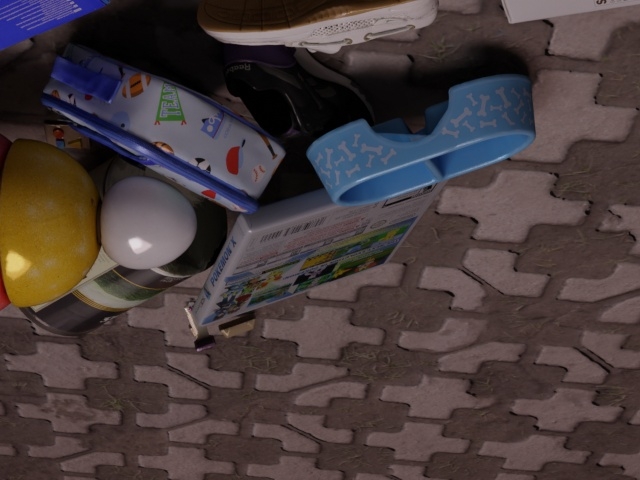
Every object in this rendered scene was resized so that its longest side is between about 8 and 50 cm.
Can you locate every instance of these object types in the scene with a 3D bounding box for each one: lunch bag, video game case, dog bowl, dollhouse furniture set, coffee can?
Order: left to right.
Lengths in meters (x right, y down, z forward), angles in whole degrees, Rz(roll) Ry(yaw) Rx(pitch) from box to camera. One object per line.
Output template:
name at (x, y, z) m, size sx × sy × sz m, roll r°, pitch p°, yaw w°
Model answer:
coffee can at (-0.294, 0.000, 1.962) m, size 0.201 × 0.201 × 0.275 m, roll 26°, pitch 143°, yaw -34°
lunch bag at (-0.201, -0.141, 1.676) m, size 0.243 × 0.115 × 0.303 m, roll 25°, pitch 180°, yaw -37°
dollhouse furniture set at (-0.174, 0.121, 2.356) m, size 0.114 × 0.091 × 0.081 m, roll -19°, pitch 107°, yaw -4°
video game case at (0.000, 0.000, 1.945) m, size 0.329 × 0.036 × 0.300 m, roll -18°, pitch 160°, yaw -27°
dog bowl at (0.132, -0.120, 1.743) m, size 0.297 × 0.074 × 0.166 m, roll -18°, pitch 167°, yaw 11°

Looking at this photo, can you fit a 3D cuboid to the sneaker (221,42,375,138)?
sneaker at (-0.034, -0.163, 1.726) m, size 0.107 × 0.124 × 0.283 m, roll -17°, pitch 145°, yaw 32°

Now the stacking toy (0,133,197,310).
stacking toy at (-0.394, -0.017, 1.728) m, size 0.480 × 0.350 × 0.350 m, roll 2°, pitch 150°, yaw -2°

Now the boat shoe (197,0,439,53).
boat shoe at (0.000, -0.254, 1.590) m, size 0.277 × 0.098 × 0.096 m, roll -4°, pitch 149°, yaw 11°

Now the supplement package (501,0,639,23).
supplement package at (0.305, -0.344, 1.318) m, size 0.293 × 0.177 × 0.175 m, roll -6°, pitch 149°, yaw 17°

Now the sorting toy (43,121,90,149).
sorting toy at (-0.348, -0.148, 1.899) m, size 0.062 × 0.012 × 0.083 m, roll 5°, pitch 151°, yaw -2°

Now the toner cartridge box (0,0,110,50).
toner cartridge box at (-0.420, -0.288, 1.599) m, size 0.348 × 0.075 × 0.165 m, roll -16°, pitch 146°, yaw 30°
